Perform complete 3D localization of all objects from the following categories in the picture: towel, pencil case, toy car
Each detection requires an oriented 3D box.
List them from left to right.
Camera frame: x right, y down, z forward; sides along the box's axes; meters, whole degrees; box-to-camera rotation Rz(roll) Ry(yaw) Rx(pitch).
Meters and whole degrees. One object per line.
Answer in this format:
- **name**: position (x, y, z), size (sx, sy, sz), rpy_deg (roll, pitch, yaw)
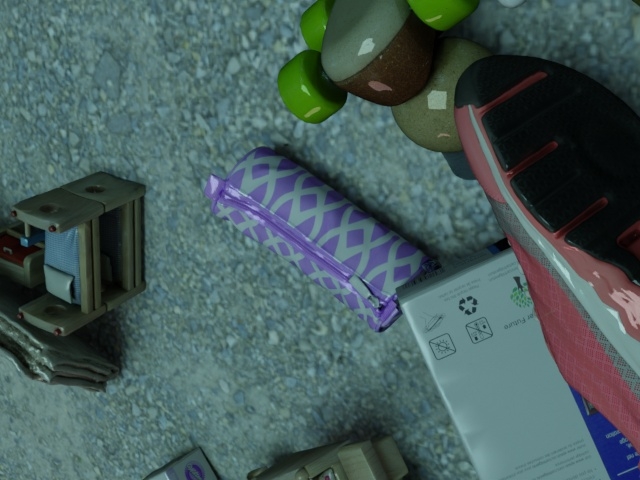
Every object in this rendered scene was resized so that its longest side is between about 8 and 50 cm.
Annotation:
- **towel**: position (-0.369, 0.081, 0.937), size (0.282, 0.187, 0.049), rpy_deg (34, 83, 17)
- **pencil case**: position (0.000, 0.000, 0.724), size (0.206, 0.088, 0.086), rpy_deg (35, 125, 16)
- **toy car**: position (0.092, -0.126, 0.617), size (0.188, 0.149, 0.155), rpy_deg (38, 134, -24)

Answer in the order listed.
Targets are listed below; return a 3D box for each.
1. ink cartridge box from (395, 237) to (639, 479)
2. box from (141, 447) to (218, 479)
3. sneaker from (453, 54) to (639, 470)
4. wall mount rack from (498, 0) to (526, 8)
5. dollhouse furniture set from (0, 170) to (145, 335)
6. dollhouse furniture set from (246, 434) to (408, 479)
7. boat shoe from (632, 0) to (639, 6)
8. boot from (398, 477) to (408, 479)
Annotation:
- **ink cartridge box**: position (0.200, 0.156, 0.640), size (0.165, 0.065, 0.333), rpy_deg (-24, 95, 5)
- **box**: position (-0.099, 0.402, 0.949), size (0.067, 0.063, 0.324), rpy_deg (-32, 86, 36)
- **sneaker**: position (0.167, 0.028, 0.519), size (0.314, 0.116, 0.136), rpy_deg (58, 151, 13)
- **wall mount rack**: position (0.215, -0.280, 0.426), size (0.350, 0.130, 0.304), rpy_deg (2, 97, 31)
- **dollhouse furniture set**: position (-0.301, -0.005, 0.879), size (0.183, 0.129, 0.129), rpy_deg (18, 118, 24)
- **dollhouse furniture set**: position (-0.017, 0.367, 0.744), size (0.303, 0.173, 0.355), rpy_deg (64, 151, 9)
- **boat shoe**: position (0.257, -0.093, 0.441), size (0.110, 0.307, 0.104), rpy_deg (18, 133, -26)
- **boot**: position (0.131, 0.331, 0.790), size (0.165, 0.077, 0.213), rpy_deg (9, 119, 29)
